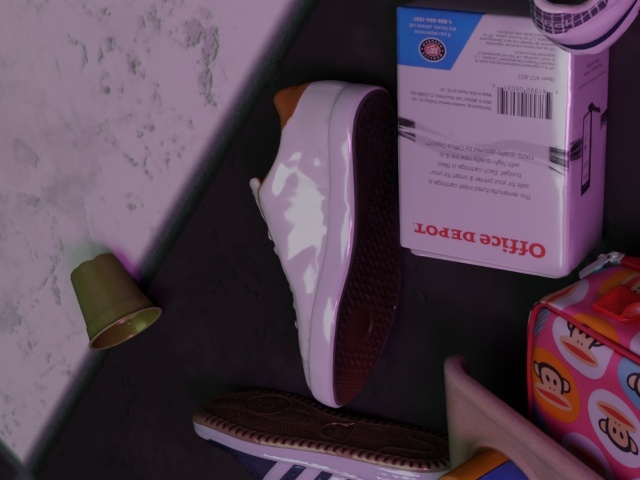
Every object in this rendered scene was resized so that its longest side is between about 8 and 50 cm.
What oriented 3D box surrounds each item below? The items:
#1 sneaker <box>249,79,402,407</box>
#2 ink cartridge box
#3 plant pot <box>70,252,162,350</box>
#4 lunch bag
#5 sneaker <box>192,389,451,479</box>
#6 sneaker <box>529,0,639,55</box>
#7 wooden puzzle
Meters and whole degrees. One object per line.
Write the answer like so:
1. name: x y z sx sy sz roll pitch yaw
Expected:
1. sneaker: 0.000 0.000 1.193 0.123 0.106 0.290 12 106 34
2. ink cartridge box: 0.143 -0.087 1.059 0.148 0.086 0.203 11 115 29
3. plant pot: -0.219 0.059 1.381 0.083 0.083 0.079 -43 72 38
4. lunch bag: 0.273 0.141 0.973 0.293 0.120 0.258 35 144 48
5. sneaker: 0.000 0.244 1.294 0.282 0.099 0.153 10 113 28
6. sneaker: 0.217 -0.236 0.899 0.090 0.095 0.235 30 96 23
7. wooden puzzle: 0.187 0.303 1.073 0.348 0.080 0.322 43 148 48
